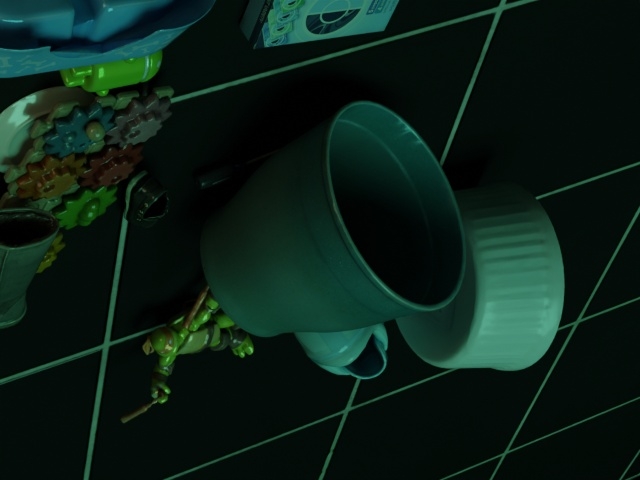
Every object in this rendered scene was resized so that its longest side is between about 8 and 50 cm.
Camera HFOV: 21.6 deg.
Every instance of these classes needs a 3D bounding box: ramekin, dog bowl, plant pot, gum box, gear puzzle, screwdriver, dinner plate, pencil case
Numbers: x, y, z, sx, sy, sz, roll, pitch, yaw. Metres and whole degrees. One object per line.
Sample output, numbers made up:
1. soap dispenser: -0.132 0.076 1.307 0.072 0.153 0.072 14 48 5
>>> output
1. ramekin: 0.213 0.055 2.401 0.135 0.277 0.277 -5 143 -30
2. dog bowl: -0.241 -0.237 1.572 0.297 0.166 0.074 -13 159 -32
3. plant pot: 0.000 0.000 2.094 0.255 0.271 0.272 -25 160 33
4. gum box: 0.017 -0.291 1.866 0.184 0.041 0.157 -13 148 -33
5. gear puzzle: -0.292 -0.048 1.921 0.175 0.044 0.339 -14 153 -41
6. screwdriver: -0.082 -0.098 2.108 0.170 0.024 0.025 -19 121 -28
7. dinner plate: -0.305 -0.116 1.853 0.141 0.017 0.141 -24 150 -15
8. pencil case: 0.017 -0.026 2.261 0.209 0.095 0.098 -39 177 18

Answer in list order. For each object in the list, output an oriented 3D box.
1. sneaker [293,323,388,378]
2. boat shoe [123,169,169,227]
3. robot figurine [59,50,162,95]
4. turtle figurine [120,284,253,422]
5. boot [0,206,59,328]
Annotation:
1. sneaker: 0.036 0.139 2.414 0.135 0.150 0.366 -33 170 12
2. boat shoe: -0.208 -0.040 2.029 0.049 0.042 0.133 -45 170 -18
3. robot figurine: -0.217 -0.193 1.758 0.115 0.067 0.101 -15 166 -31
4. turtle figurine: -0.172 0.136 2.331 0.217 0.087 0.269 -8 136 -52
5. boot: -0.401 0.045 1.914 0.190 0.076 0.208 -17 163 -25
